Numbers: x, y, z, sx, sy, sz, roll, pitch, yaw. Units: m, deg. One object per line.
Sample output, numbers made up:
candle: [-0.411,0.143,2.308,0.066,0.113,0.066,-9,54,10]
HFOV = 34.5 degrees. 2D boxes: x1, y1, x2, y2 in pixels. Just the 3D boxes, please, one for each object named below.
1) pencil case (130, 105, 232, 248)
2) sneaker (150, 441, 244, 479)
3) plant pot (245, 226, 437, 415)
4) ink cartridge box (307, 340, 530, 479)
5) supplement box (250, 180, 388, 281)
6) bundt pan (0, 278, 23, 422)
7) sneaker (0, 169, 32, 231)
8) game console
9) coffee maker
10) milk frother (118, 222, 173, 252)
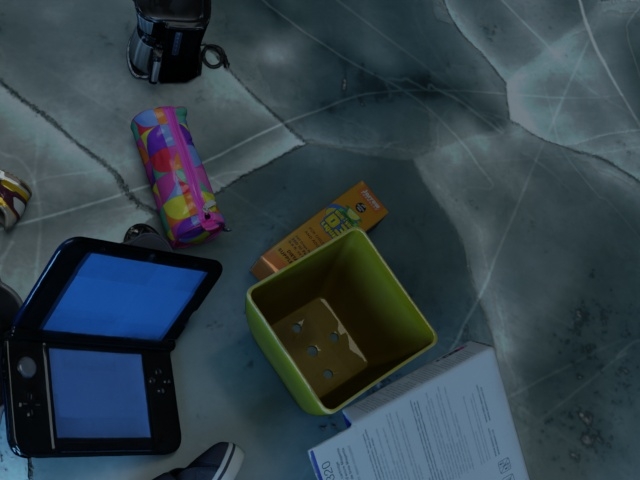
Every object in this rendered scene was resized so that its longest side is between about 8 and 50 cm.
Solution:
pencil case: [-0.225,-0.102,1.640,0.104,0.104,0.236,-17,73,-22]
sneaker: [-0.238,0.386,1.416,0.127,0.126,0.321,40,65,-4]
plant pot: [0.009,0.142,1.555,0.212,0.187,0.212,-30,80,-25]
ink cartridge box: [0.149,0.357,1.479,0.330,0.071,0.324,-23,106,-24]
supplement box: [0.000,0.000,1.674,0.233,0.080,0.078,-38,85,-28]
bundt pan: [-0.563,0.168,1.404,0.330,0.124,0.331,8,59,-13]
sneaker: [-0.537,-0.081,1.557,0.185,0.069,0.084,23,59,-5]
game console: [-0.268,0.154,1.408,0.293,0.173,0.250,12,61,-49]
coffee maker: [-0.230,-0.352,1.697,0.171,0.178,0.120,-21,76,-23]
milk frother: [-0.269,0.021,1.554,0.129,0.134,0.143,26,62,-39]
